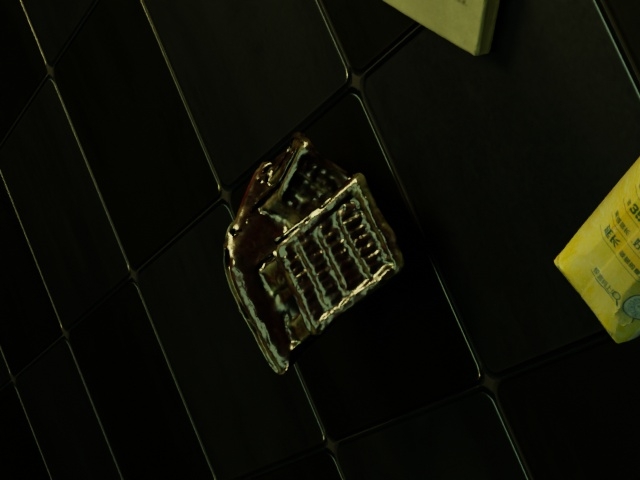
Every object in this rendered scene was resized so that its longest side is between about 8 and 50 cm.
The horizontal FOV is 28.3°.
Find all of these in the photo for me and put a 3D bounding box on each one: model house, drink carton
[{"bbox_3d":[-0.003,-0.006,0.977,0.165,0.106,0.152,61,148,8],"label":"model house"},{"bbox_3d":[0.211,-0.026,0.688,0.084,0.074,0.200,57,145,21],"label":"drink carton"}]

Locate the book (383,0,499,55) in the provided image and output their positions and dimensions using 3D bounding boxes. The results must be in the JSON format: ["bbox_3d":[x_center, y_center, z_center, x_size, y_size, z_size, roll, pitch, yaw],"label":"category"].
[{"bbox_3d":[0.062,-0.285,0.825,0.215,0.025,0.282,40,137,41],"label":"book"}]
